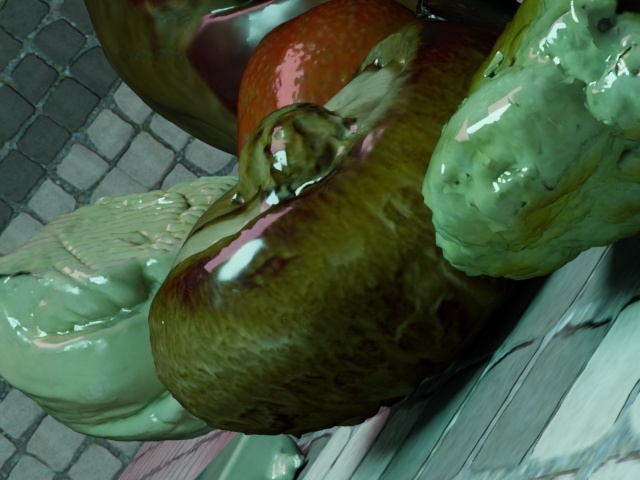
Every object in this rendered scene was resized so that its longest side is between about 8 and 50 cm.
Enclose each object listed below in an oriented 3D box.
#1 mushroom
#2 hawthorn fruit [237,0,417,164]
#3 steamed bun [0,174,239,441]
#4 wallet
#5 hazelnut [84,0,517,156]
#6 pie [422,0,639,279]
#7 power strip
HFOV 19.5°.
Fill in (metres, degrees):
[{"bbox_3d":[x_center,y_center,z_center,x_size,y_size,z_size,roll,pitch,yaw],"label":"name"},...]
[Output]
[{"bbox_3d":[0.019,-0.001,0.952,0.253,0.153,0.253,-45,3,3],"label":"mushroom"},{"bbox_3d":[0.026,-0.060,1.335,0.196,0.196,0.225,-50,22,50],"label":"hawthorn fruit"},{"bbox_3d":[-0.130,0.072,1.645,0.275,0.320,0.206,-78,-18,-67],"label":"steamed bun"},{"bbox_3d":[0.122,-0.143,1.285,0.232,0.122,0.031,-68,0,-74],"label":"wallet"},{"bbox_3d":[-0.018,-0.220,1.623,0.409,0.359,0.359,15,63,46],"label":"hazelnut"},{"bbox_3d":[0.148,-0.087,0.679,0.274,0.105,0.257,-49,-9,30],"label":"pie"},{"bbox_3d":[-0.096,0.217,1.274,0.270,0.046,0.118,-49,6,50],"label":"power strip"}]
